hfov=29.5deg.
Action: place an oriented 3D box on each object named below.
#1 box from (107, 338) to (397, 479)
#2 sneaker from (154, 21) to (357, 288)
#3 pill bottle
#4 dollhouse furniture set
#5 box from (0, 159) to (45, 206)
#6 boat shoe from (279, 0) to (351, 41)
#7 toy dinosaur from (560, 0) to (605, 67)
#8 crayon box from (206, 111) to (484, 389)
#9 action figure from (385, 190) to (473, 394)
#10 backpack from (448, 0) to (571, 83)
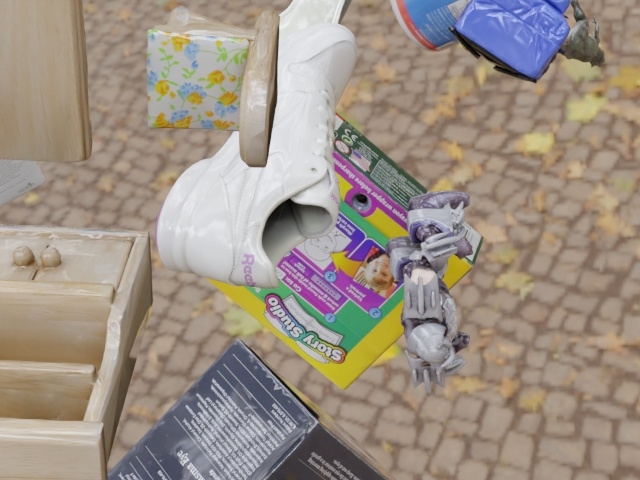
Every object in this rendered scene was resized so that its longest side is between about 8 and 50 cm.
[{"bbox_3d":[-0.079,0.344,1.455,0.312,0.343,0.179,-47,47,-4],"label":"box"},{"bbox_3d":[-0.023,-0.075,1.152,0.152,0.114,0.305,19,63,25],"label":"sneaker"},{"bbox_3d":[0.199,-0.313,1.417,0.221,0.124,0.124,-20,31,39],"label":"pill bottle"},{"bbox_3d":[-0.211,-0.060,0.775,0.362,0.394,0.256,2,30,0],"label":"dollhouse furniture set"},{"bbox_3d":[-0.386,-0.098,1.386,0.102,0.087,0.101,-29,47,-6],"label":"box"},{"bbox_3d":[-0.021,-0.333,1.960,0.116,0.099,0.319,20,68,12],"label":"boat shoe"},{"bbox_3d":[0.369,-0.320,1.831,0.064,0.118,0.268,-9,-1,39],"label":"toy dinosaur"},{"bbox_3d":[0.000,0.000,1.801,0.363,0.313,0.106,40,32,-5],"label":"crayon box"},{"bbox_3d":[0.132,0.053,1.410,0.099,0.185,0.285,5,33,-2],"label":"action figure"},{"bbox_3d":[0.183,-0.199,1.116,0.098,0.120,0.101,39,98,1],"label":"backpack"}]
